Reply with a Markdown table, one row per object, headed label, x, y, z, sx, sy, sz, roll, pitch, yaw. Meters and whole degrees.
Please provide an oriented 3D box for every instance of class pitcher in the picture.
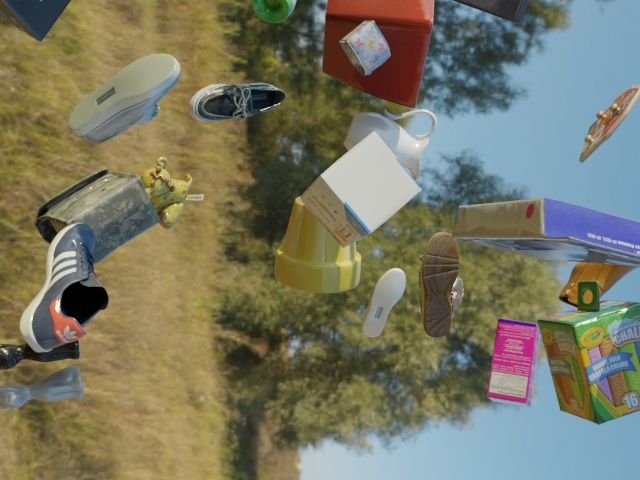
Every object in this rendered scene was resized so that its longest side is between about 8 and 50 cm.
| label | x | y | z | sx | sy | sz | roll | pitch | yaw |
| --- | --- | --- | --- | --- | --- | --- | --- | --- | --- |
| pitcher | 0.178 | -0.269 | 1.905 | 0.125 | 0.207 | 0.178 | -91 | -158 | -82 |

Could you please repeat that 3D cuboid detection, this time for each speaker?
| label | x | y | z | sx | sy | sz | roll | pitch | yaw |
| --- | --- | --- | --- | --- | --- | --- | --- | --- | --- |
| speaker | -0.109 | -0.765 | 2.200 | 0.131 | 0.131 | 0.297 | 95 | 8 | -51 |

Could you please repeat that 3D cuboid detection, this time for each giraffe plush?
| label | x | y | z | sx | sy | sz | roll | pitch | yaw |
| --- | --- | --- | --- | --- | --- | --- | --- | --- | --- |
| giraffe plush | -0.468 | -0.144 | 2.164 | 0.170 | 0.210 | 0.182 | 50 | 27 | -61 |

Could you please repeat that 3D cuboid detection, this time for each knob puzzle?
| label | x | y | z | sx | sy | sz | roll | pitch | yaw |
| --- | --- | --- | --- | --- | --- | --- | --- | --- | --- |
| knob puzzle | 0.670 | -0.291 | 1.742 | 0.213 | 0.030 | 0.213 | -55 | 180 | 0 |

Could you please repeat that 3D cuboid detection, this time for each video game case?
| label | x | y | z | sx | sy | sz | roll | pitch | yaw |
| --- | --- | --- | --- | --- | --- | --- | --- | --- | --- |
| video game case | 0.400 | -0.656 | 1.807 | 0.274 | 0.026 | 0.196 | 36 | -61 | 38 |

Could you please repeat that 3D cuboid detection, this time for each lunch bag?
| label | x | y | z | sx | sy | sz | roll | pitch | yaw |
| --- | --- | --- | --- | --- | --- | --- | --- | --- | --- |
| lunch bag | 0.088 | -0.368 | 1.448 | 0.083 | 0.071 | 0.053 | 52 | -8 | -23 |
| lunch bag | -0.610 | -0.073 | 2.005 | 0.287 | 0.235 | 0.169 | 13 | -49 | 47 |

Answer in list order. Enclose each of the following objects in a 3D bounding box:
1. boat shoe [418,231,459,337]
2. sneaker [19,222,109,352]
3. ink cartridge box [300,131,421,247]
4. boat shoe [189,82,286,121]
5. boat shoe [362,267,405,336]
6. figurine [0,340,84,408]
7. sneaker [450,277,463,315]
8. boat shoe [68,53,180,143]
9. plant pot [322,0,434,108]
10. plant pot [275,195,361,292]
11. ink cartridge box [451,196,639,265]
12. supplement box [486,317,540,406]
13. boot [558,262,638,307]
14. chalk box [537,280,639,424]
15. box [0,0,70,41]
| label | x | y | z | sx | sy | sz | roll | pitch | yaw |
| --- | --- | --- | --- | --- | --- | --- | --- | --- | --- |
| boat shoe | 0.308 | 0.115 | 2.029 | 0.089 | 0.104 | 0.285 | -131 | -134 | -78 |
| sneaker | -0.526 | 0.091 | 1.657 | 0.350 | 0.148 | 0.131 | -88 | 158 | -43 |
| ink cartridge box | 0.085 | -0.109 | 1.737 | 0.171 | 0.168 | 0.232 | 50 | -15 | -2 |
| boat shoe | -0.244 | -0.416 | 2.277 | 0.105 | 0.306 | 0.113 | 21 | -65 | 48 |
| boat shoe | 0.143 | 0.134 | 1.714 | 0.063 | 0.066 | 0.184 | -89 | -167 | -63 |
| figurine | -0.690 | 0.317 | 1.820 | 0.092 | 0.209 | 0.215 | -128 | -144 | -49 |
| sneaker | 0.400 | 0.176 | 2.299 | 0.065 | 0.061 | 0.158 | 76 | 31 | -63 |
| boat shoe | -0.317 | -0.234 | 1.271 | 0.081 | 0.227 | 0.079 | 37 | 33 | -54 |
| plant pot | 0.130 | -0.505 | 1.761 | 0.267 | 0.235 | 0.267 | 95 | 3 | -58 |
| plant pot | 0.000 | 0.000 | 2.199 | 0.254 | 0.253 | 0.239 | -104 | -161 | -74 |
| ink cartridge box | 0.341 | -0.010 | 1.085 | 0.371 | 0.175 | 0.069 | -167 | -90 | -78 |
| supplement box | 0.534 | 0.338 | 2.076 | 0.111 | 0.113 | 0.220 | 38 | 62 | -63 |
| boot | 0.782 | 0.104 | 2.043 | 0.211 | 0.104 | 0.295 | -56 | -168 | -11 |
| chalk box | 0.619 | 0.235 | 1.687 | 0.180 | 0.179 | 0.289 | 158 | -83 | -81 |
| box | -0.560 | -0.506 | 1.200 | 0.183 | 0.294 | 0.296 | -56 | -178 | -5 |
